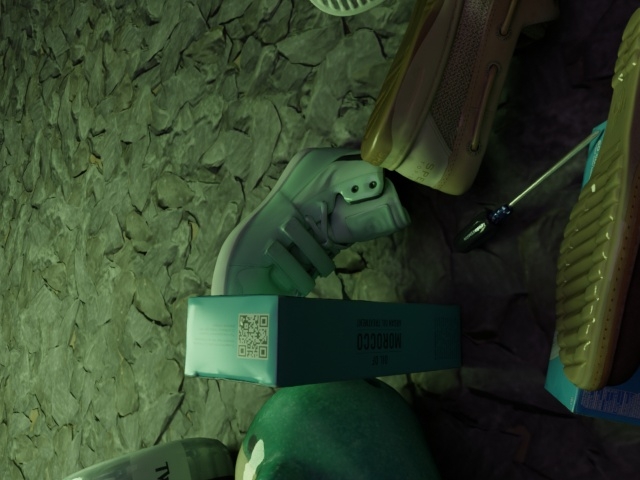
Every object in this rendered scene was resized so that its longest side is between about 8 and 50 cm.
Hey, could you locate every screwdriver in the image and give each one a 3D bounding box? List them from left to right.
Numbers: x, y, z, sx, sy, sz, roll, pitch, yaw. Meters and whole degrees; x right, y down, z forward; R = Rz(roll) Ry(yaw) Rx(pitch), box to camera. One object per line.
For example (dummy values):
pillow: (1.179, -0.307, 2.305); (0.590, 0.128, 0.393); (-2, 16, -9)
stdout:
screwdriver: (0.168, -0.034, 0.488); (0.170, 0.024, 0.025); (134, 144, -52)

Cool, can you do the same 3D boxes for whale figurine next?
whale figurine: (0.045, 0.198, 0.472); (0.272, 0.216, 0.141); (21, 90, 61)

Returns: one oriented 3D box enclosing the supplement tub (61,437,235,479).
supplement tub: (-0.161, 0.406, 0.622); (0.207, 0.207, 0.338); (-36, 61, 32)

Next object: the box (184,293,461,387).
box: (0.016, 0.080, 0.490); (0.100, 0.244, 0.060); (-6, 80, 41)

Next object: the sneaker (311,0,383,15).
sneaker: (0.080, -0.343, 0.522); (0.282, 0.102, 0.161); (-49, 26, 29)

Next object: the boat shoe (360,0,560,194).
boat shoe: (0.147, -0.209, 0.518); (0.121, 0.110, 0.341); (-133, 65, -84)

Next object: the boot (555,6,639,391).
boot: (0.261, -0.012, 0.333); (0.206, 0.090, 0.249); (15, 87, 7)

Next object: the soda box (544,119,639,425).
soda box: (0.221, 0.019, 0.419); (0.067, 0.071, 0.210); (11, 90, 6)

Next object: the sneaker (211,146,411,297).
sneaker: (0.000, -0.001, 0.562); (0.151, 0.094, 0.256); (-1, 52, 41)
